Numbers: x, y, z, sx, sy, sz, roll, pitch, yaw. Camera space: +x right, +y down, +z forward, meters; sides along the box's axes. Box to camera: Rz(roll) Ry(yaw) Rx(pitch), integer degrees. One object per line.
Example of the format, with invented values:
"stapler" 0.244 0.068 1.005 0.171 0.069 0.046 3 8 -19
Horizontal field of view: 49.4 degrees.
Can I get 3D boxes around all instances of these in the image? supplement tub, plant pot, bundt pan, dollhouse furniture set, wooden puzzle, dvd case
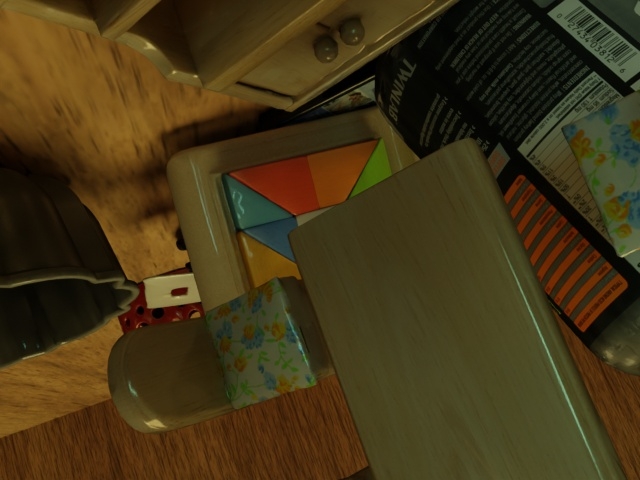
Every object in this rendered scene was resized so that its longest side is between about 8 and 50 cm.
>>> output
"supplement tub" 0.209 -0.055 0.485 0.207 0.338 0.207 -30 156 -15
"plant pot" -0.229 0.153 1.161 0.191 0.174 0.191 -18 167 -4
"bundt pan" -0.332 0.038 0.591 0.330 0.124 0.331 -20 167 -5
"dollhouse furniture set" 0.015 -0.005 0.330 0.362 0.394 0.256 -28 166 30
"wooden puzzle" 0.000 0.000 0.645 0.238 0.221 0.044 -16 -177 -14
"dvd case" 0.082 -0.150 0.701 0.253 0.022 0.180 -24 167 16

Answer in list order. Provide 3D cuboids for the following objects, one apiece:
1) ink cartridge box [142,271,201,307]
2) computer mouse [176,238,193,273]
"ink cartridge box" -0.026 -0.020 0.776 0.353 0.119 0.207 -9 169 -15
"computer mouse" -0.118 0.041 0.981 0.184 0.060 0.262 20 -174 -11
